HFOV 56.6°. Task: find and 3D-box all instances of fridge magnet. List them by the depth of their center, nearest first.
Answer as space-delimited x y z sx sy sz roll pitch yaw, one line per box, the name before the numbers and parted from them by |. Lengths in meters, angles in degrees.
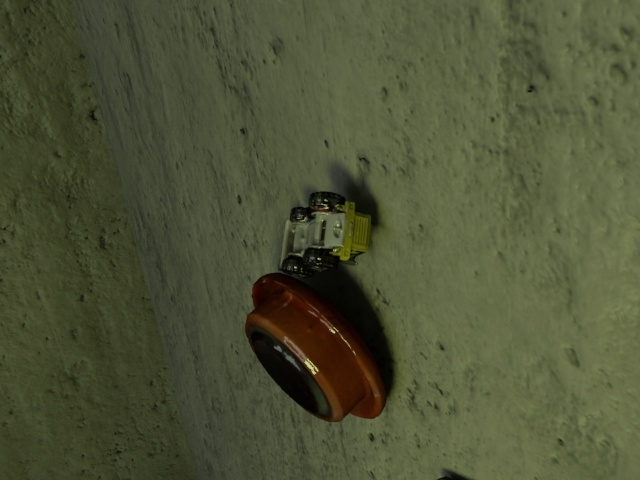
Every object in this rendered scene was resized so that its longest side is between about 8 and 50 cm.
fridge magnet | -0.018 0.223 1.196 0.363 0.155 0.364 38 152 25

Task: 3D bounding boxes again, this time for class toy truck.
toy truck | 0.000 0.000 1.083 0.286 0.111 0.136 162 117 -68

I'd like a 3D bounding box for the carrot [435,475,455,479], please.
carrot | 0.280 0.457 1.004 0.228 0.069 0.069 -6 105 59
